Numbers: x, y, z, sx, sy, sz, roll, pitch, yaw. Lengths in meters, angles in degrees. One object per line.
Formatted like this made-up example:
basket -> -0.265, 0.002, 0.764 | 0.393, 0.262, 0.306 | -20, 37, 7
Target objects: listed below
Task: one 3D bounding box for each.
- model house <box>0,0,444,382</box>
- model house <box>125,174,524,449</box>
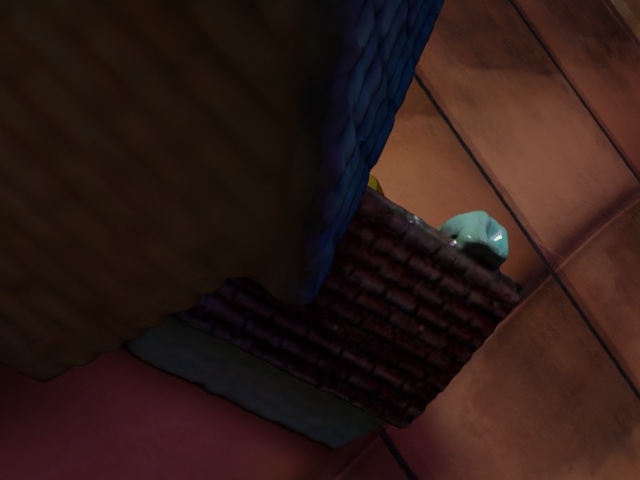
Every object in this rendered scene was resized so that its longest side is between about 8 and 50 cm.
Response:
model house -> -0.105, -0.227, 0.487 | 0.445, 0.400, 0.395 | 48, 46, -19
model house -> 0.000, 0.000, 0.793 | 0.280, 0.249, 0.230 | 30, 41, -27
